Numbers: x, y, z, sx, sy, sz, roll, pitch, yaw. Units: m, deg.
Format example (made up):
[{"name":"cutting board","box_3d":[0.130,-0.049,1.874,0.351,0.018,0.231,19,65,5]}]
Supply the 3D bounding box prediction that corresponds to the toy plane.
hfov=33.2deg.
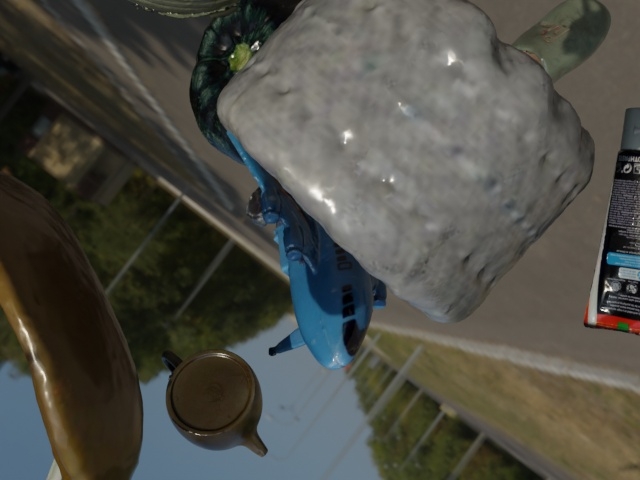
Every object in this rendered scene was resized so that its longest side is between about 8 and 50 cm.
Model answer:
[{"name":"toy plane","box_3d":[0.000,0.000,0.940,0.254,0.105,0.271,40,-140,-37]}]

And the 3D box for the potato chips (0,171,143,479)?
[{"name":"potato chips","box_3d":[-0.144,0.047,0.592,0.195,0.061,0.208,87,158,-50]}]

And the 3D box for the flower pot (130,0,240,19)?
[{"name":"flower pot","box_3d":[-0.165,-0.378,1.214,0.235,0.235,0.141,37,143,8]}]

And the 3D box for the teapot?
[{"name":"teapot","box_3d":[-0.088,0.131,0.875,0.121,0.076,0.068,38,161,24]}]

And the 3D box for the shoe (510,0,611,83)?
[{"name":"shoe","box_3d":[0.343,-0.288,1.672,0.103,0.251,0.100,47,-172,20]}]

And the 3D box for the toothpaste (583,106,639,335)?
[{"name":"toothpaste","box_3d":[0.268,-0.015,0.915,0.071,0.194,0.045,7,-179,36]}]

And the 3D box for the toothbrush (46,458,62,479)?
[{"name":"toothbrush","box_3d":[-0.214,0.271,0.771,0.040,0.386,0.040,16,167,4]}]

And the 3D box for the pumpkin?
[{"name":"pumpkin","box_3d":[-0.060,-0.260,1.741,0.315,0.315,0.238,35,-165,31]}]

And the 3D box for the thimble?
[{"name":"thimble","box_3d":[0.063,-0.065,0.708,0.245,0.157,0.217,39,-173,-47]}]
